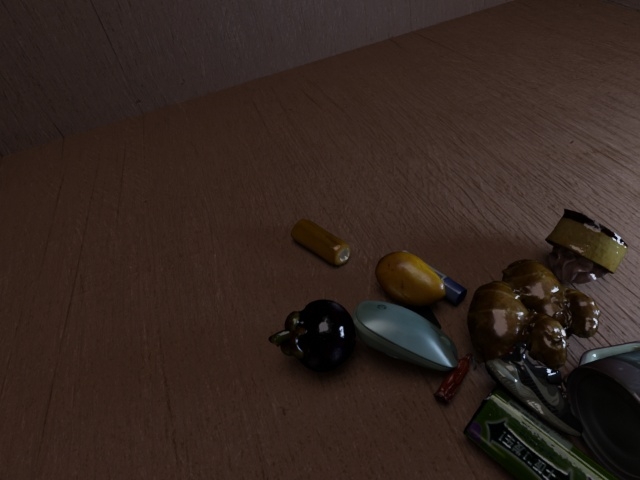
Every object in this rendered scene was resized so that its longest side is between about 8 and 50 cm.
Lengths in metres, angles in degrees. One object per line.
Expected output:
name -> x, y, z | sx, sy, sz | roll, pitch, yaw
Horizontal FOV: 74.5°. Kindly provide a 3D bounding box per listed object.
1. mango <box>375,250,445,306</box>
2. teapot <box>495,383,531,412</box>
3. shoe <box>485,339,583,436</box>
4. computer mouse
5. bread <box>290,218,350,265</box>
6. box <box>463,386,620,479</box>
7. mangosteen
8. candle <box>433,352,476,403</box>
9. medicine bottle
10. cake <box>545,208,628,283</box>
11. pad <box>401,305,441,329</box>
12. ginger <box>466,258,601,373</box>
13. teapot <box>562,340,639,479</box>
mango -> 0.261, 0.117, 1.226 | 0.219, 0.145, 0.112 | 28, 22, 34
teapot -> 0.476, 0.349, 0.992 | 0.129, 0.078, 0.098 | -24, 46, -12
shoe -> 0.476, 0.315, 0.910 | 0.227, 0.099, 0.112 | 37, 88, 14
computer mouse -> 0.222, 0.231, 1.088 | 0.288, 0.097, 0.159 | 17, 21, 7
bread -> 0.000, 0.000, 1.449 | 0.092, 0.074, 0.239 | -36, 50, -29
box -> 0.473, 0.464, 0.856 | 0.345, 0.097, 0.134 | 35, 89, 36
mangosteen -> -0.020, 0.248, 1.119 | 0.230, 0.194, 0.194 | 9, 45, -9
candle -> 0.344, 0.341, 1.052 | 0.048, 0.053, 0.162 | 31, 56, 29
medicine bottle -> 0.331, 0.109, 1.277 | 0.059, 0.059, 0.231 | -36, 49, -22
cake -> 0.726, 0.036, 1.197 | 0.207, 0.185, 0.178 | 43, 103, 20
pad -> 0.254, 0.235, 1.209 | 0.157, 0.003, 0.112 | -17, 45, -5
ginger -> 0.523, 0.202, 1.073 | 0.357, 0.152, 0.274 | -30, 45, -19
teapot -> 0.697, 0.314, 0.874 | 0.312, 0.233, 0.315 | -13, 17, -8
